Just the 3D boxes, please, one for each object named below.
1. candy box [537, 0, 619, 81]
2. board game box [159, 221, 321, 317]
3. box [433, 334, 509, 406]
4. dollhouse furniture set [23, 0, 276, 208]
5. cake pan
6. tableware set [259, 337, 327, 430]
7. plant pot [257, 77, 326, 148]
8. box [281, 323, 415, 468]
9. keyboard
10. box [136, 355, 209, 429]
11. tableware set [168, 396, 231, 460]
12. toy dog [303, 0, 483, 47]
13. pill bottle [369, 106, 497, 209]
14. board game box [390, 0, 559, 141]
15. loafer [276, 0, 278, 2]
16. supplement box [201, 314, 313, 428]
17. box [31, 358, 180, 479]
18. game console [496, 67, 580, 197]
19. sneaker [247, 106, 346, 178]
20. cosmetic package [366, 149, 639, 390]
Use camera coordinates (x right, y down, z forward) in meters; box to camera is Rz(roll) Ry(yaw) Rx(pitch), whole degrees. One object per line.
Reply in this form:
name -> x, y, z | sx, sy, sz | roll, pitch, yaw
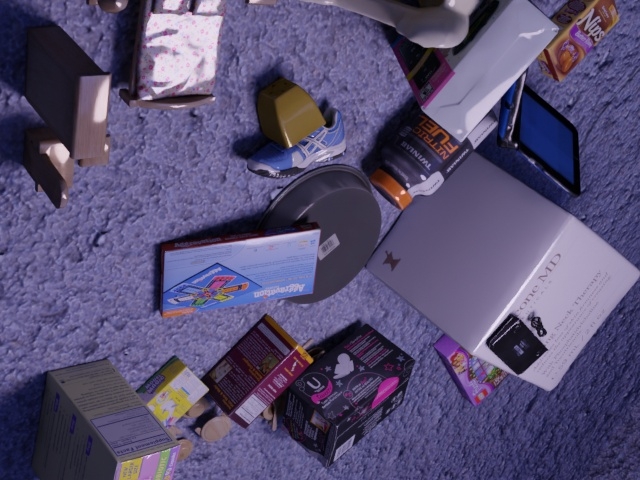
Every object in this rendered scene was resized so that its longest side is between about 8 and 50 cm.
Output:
candy box -> 0.515, -0.424, 2.060 | 0.186, 0.053, 0.109 | -47, 141, -6
board game box -> -0.139, 0.050, 1.774 | 0.281, 0.027, 0.145 | -8, 126, -22
box -> 0.401, 0.270, 2.519 | 0.201, 0.057, 0.293 | -43, 142, -7
dollhouse furniture set -> -0.205, -0.203, 1.412 | 0.356, 0.174, 0.303 | -9, 128, -33
cake pan -> 0.000, 0.000, 1.904 | 0.293, 0.054, 0.293 | -25, 136, -28
tableware set -> -0.052, 0.301, 2.114 | 0.194, 0.039, 0.128 | -44, 142, -8
plant pot -> -0.055, -0.214, 1.655 | 0.081, 0.081, 0.083 | -36, 128, -17
box -> 0.054, 0.317, 2.108 | 0.247, 0.142, 0.163 | -33, 149, -35
keyboard -> 0.382, 0.190, 1.937 | 0.108, 0.023, 0.180 | -43, 143, 5
box -> -0.299, 0.304, 1.872 | 0.179, 0.043, 0.105 | -44, 142, -11
tableware set -> -0.256, 0.367, 1.975 | 0.169, 0.020, 0.141 | -35, 135, -7
toy dog -> 0.174, -0.526, 1.464 | 0.395, 0.285, 0.407 | -26, 138, -47
pill bottle -> 0.202, -0.171, 1.897 | 0.245, 0.130, 0.130 | -47, 142, -4
board game box -> 0.235, -0.321, 1.635 | 0.098, 0.303, 0.224 | 34, 110, -20
loafer -> -0.081, -0.410, 1.503 | 0.045, 0.039, 0.125 | -5, 128, -1
supplement box -> -0.122, 0.250, 1.950 | 0.188, 0.104, 0.081 | -45, 144, -6
box -> -0.360, 0.357, 1.692 | 0.117, 0.243, 0.213 | -8, 126, -40
game console -> 0.423, -0.264, 1.891 | 0.293, 0.174, 0.250 | -72, 171, -56
sneaker -> -0.042, -0.164, 1.717 | 0.211, 0.080, 0.081 | -28, 132, -40
cosmetic package -> 0.379, 0.060, 2.106 | 0.329, 0.327, 0.394 | -55, 141, 7
